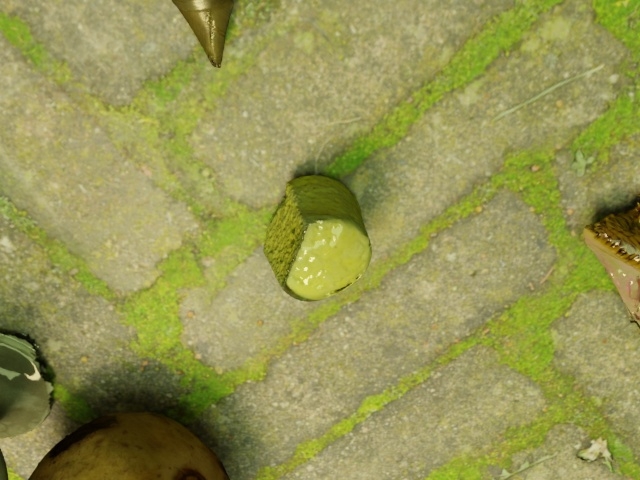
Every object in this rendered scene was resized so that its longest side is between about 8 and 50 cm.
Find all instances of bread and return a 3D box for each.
[{"bbox_3d":[0.000,0.000,0.750,0.111,0.114,0.129,10,117,-15],"label":"bread"}]

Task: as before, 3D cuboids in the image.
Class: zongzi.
[{"bbox_3d":[-0.156,-0.276,0.637,0.160,0.078,0.176,17,121,-4],"label":"zongzi"}]

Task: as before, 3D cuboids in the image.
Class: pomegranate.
[{"bbox_3d":[-0.239,0.357,0.818,0.282,0.281,0.281,-1,115,-3],"label":"pomegranate"}]

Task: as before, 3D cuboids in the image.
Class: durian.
[{"bbox_3d":[0.485,0.025,0.804,0.195,0.185,0.305,-45,102,-9],"label":"durian"}]

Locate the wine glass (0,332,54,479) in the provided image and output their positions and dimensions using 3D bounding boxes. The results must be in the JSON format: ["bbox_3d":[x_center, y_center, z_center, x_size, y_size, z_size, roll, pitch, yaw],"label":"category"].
[{"bbox_3d":[-0.421,0.260,0.710,0.191,0.357,0.190,-1,117,-2],"label":"wine glass"}]
